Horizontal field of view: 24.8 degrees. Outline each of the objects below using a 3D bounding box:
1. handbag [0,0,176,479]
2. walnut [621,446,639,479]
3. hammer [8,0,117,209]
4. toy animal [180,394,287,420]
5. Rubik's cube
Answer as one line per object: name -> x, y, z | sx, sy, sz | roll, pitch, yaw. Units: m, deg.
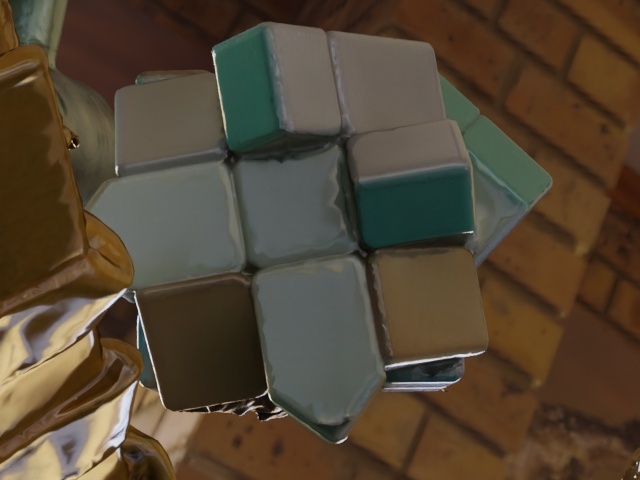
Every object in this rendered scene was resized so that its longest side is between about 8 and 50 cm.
handbag -> -0.193, 0.089, 0.509 | 0.133, 0.283, 0.401 | 56, -20, 32
walnut -> 0.215, 0.157, 0.851 | 0.082, 0.096, 0.079 | 6, -28, 8
hammer -> -0.184, -0.169, 0.981 | 0.118, 0.336, 0.206 | 10, 1, 7
toy animal -> -0.057, 0.005, 1.417 | 0.168, 0.343, 0.106 | 16, -9, -38
Rubik's cube -> 0.000, 0.000, 0.801 | 0.265, 0.224, 0.213 | -2, -9, -1
